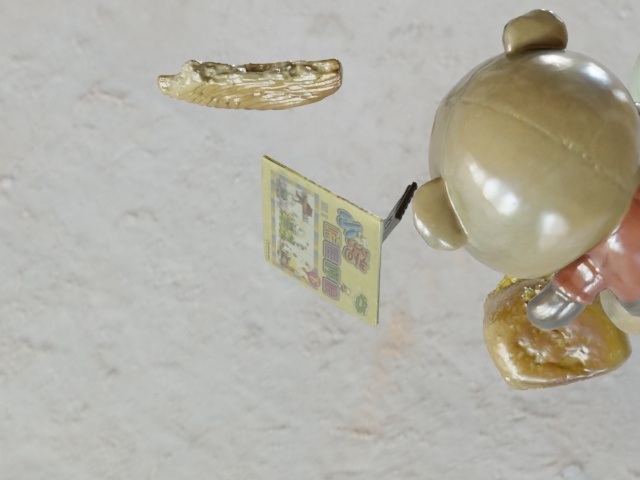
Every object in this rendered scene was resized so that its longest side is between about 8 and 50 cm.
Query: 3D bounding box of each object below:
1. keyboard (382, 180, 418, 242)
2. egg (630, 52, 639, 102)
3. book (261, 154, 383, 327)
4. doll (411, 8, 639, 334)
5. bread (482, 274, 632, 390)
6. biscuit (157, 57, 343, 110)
[{"bbox_3d":[0.098,-0.026,1.796,0.013,0.204,0.061,28,73,0],"label":"keyboard"},{"bbox_3d":[0.505,-0.208,1.688,0.182,0.264,0.183,0,87,-5],"label":"egg"},{"bbox_3d":[0.000,0.000,1.588,0.192,0.168,0.013,30,47,31],"label":"book"},{"bbox_3d":[0.239,-0.033,1.130,0.330,0.174,0.235,30,87,-22],"label":"doll"},{"bbox_3d":[0.329,0.106,1.838,0.195,0.246,0.176,-17,91,10],"label":"bread"},{"bbox_3d":[-0.077,-0.190,1.572,0.176,0.228,0.031,11,77,-43],"label":"biscuit"}]
